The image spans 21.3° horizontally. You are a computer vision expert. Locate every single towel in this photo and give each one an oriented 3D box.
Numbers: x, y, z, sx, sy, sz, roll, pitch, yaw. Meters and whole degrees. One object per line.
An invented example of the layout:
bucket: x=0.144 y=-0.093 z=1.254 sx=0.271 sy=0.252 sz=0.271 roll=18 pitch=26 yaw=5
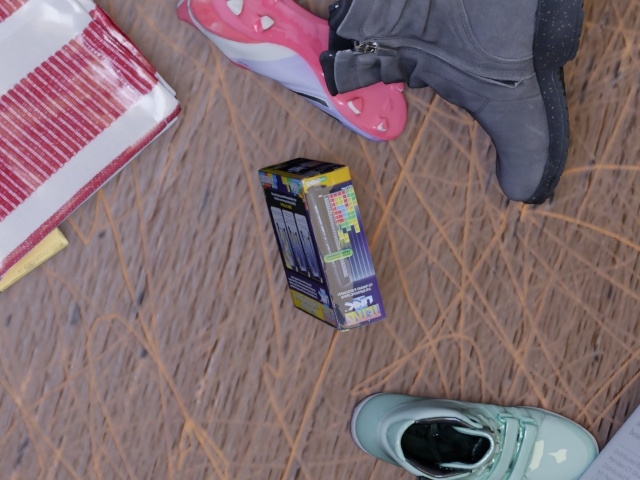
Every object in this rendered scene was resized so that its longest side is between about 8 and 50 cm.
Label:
towel: x=-0.306 y=-0.161 z=1.466 sx=0.237 sy=0.037 sz=0.329 roll=-44 pitch=98 yaw=-15

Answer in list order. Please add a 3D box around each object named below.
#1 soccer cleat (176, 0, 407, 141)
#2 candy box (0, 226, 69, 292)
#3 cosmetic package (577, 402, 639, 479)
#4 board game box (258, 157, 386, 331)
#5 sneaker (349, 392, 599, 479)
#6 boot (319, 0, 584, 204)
soccer cleat: x=-0.022 y=-0.171 z=1.586 sx=0.248 sy=0.095 sz=0.083 roll=33 pitch=66 yaw=-31
candy box: x=-0.334 y=0.012 z=1.535 sx=0.187 sy=0.053 sz=0.109 roll=-36 pitch=100 yaw=-9
cosmetic package: x=0.471 y=0.176 z=1.663 sx=0.230 sy=0.161 sz=0.453 roll=43 pitch=85 yaw=-27
board game box: x=0.000 y=0.000 z=1.552 sx=0.048 sy=0.170 sz=0.141 roll=-18 pitch=100 yaw=-12
sneaker: x=0.167 y=0.206 z=1.621 sx=0.256 sy=0.151 sz=0.094 roll=10 pitch=92 yaw=-15
boot: x=0.112 y=-0.152 z=1.538 sx=0.223 sy=0.338 sz=0.118 roll=-4 pitch=52 yaw=1
